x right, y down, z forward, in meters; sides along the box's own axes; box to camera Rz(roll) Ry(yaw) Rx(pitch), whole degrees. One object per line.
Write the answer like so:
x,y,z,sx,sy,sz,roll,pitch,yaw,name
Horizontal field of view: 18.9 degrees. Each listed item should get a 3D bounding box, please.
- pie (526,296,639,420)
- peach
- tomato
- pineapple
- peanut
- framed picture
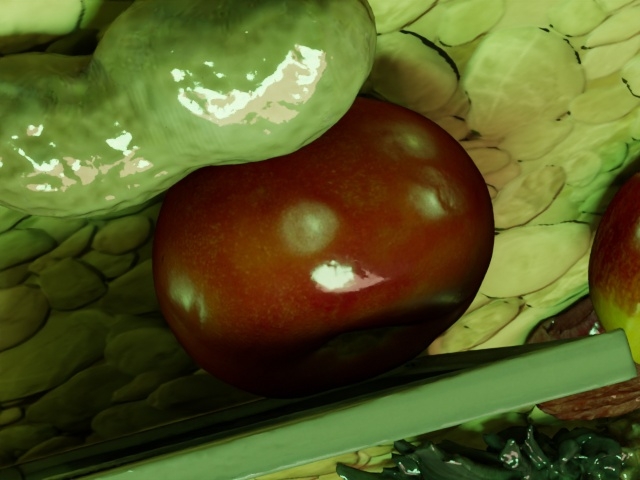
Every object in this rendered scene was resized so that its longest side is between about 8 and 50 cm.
0.231,0.078,1.410,0.182,0.049,0.182,-15,153,-8,pie
0.228,0.007,1.219,0.151,0.118,0.151,-36,-173,5,peach
0.000,0.000,1.034,0.195,0.136,0.195,-17,159,-6,tomato
0.190,0.202,1.518,0.365,0.165,0.165,2,145,-19,pineapple
-0.081,-0.070,0.929,0.228,0.085,0.104,-21,141,5,peanut
-0.037,0.112,1.123,0.326,0.028,0.446,-14,177,-11,framed picture
